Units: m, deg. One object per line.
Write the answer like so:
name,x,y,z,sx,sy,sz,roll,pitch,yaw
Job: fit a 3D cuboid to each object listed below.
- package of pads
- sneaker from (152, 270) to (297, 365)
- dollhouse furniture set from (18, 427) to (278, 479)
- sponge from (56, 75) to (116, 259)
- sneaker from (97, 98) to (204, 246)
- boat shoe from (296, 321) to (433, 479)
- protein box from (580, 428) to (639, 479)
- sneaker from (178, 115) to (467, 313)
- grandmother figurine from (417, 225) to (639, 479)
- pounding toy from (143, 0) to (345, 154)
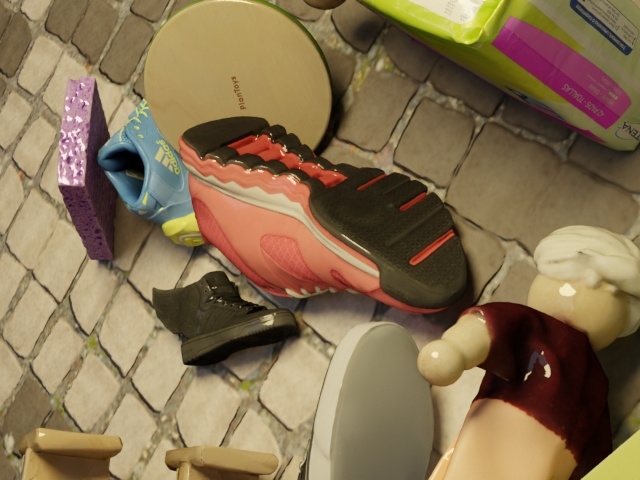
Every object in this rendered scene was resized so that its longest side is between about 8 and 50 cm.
package of pads,0.101,-0.195,0.824,0.296,0.229,0.101,40,102,43
sneaker,-0.094,0.065,1.030,0.170,0.051,0.089,-24,64,38
dollhouse furniture set,-0.268,0.343,0.892,0.256,0.394,0.362,150,128,-64
sponge,-0.239,-0.069,1.126,0.031,0.210,0.117,1,69,-3
sneaker,-0.163,-0.115,1.105,0.091,0.126,0.240,-32,56,30
boat shoe,0.014,0.214,0.840,0.105,0.113,0.306,2,92,49
protein box,0.240,0.179,0.581,0.200,0.201,0.136,-47,49,19
sneaker,0.000,0.000,0.953,0.314,0.116,0.136,30,131,35
grandmother figurine,0.127,0.123,0.696,0.104,0.208,0.342,4,50,41
pounding toy,-0.064,-0.185,1.040,0.110,0.183,0.237,-69,-6,-59
